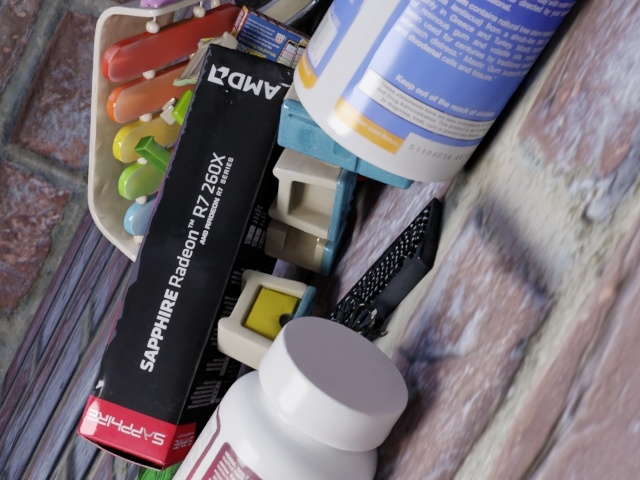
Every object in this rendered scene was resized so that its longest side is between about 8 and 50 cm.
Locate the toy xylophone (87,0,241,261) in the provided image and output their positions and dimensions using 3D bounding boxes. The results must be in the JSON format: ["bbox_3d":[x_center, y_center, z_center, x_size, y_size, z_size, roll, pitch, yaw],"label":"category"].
[{"bbox_3d":[-0.163,-0.148,1.517,0.236,0.081,0.322,-37,-38,-40],"label":"toy xylophone"}]

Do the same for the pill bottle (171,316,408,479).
[{"bbox_3d":[-0.034,0.169,0.986,0.221,0.121,0.121,-58,17,25],"label":"pill bottle"}]

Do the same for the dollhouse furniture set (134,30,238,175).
[{"bbox_3d":[-0.121,-0.136,1.396,0.076,0.058,0.151,-3,53,61],"label":"dollhouse furniture set"}]

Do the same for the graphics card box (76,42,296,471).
[{"bbox_3d":[-0.102,0.019,1.299,0.233,0.094,0.371,24,-94,-82],"label":"graphics card box"}]

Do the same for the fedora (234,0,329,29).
[{"bbox_3d":[-0.042,-0.398,1.673,0.334,0.152,0.334,-40,27,25],"label":"fedora"}]

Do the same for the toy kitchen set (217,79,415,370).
[{"bbox_3d":[0.000,0.000,1.165,0.207,0.122,0.166,99,-167,-51],"label":"toy kitchen set"}]

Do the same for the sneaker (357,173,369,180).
[{"bbox_3d":[0.070,-0.145,1.229,0.128,0.087,0.221,-104,31,-49],"label":"sneaker"}]

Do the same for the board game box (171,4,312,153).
[{"bbox_3d":[-0.057,-0.129,1.457,0.193,0.147,0.045,-62,16,12],"label":"board game box"}]

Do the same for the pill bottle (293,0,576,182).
[{"bbox_3d":[0.106,-0.189,1.002,0.272,0.152,0.152,-57,18,27],"label":"pill bottle"}]

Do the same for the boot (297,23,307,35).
[{"bbox_3d":[-0.063,-0.266,1.842,0.197,0.073,0.152,-62,12,-14],"label":"boot"}]

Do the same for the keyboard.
[{"bbox_3d":[0.032,0.045,1.112,0.192,0.038,0.100,-52,21,43],"label":"keyboard"}]

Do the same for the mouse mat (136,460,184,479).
[{"bbox_3d":[-0.179,0.259,1.548,0.189,0.007,0.152,-50,22,46],"label":"mouse mat"}]
